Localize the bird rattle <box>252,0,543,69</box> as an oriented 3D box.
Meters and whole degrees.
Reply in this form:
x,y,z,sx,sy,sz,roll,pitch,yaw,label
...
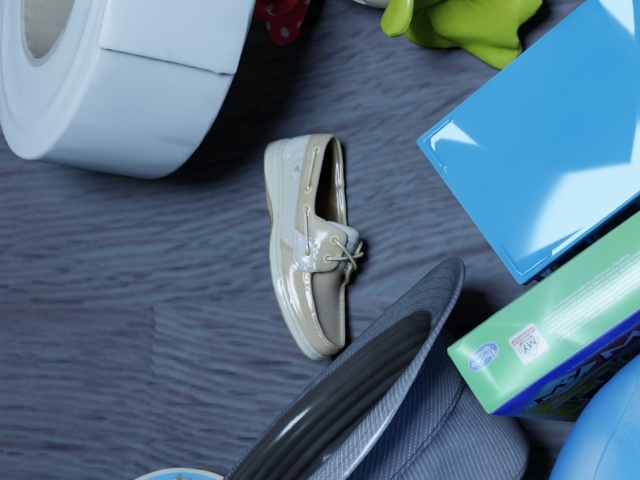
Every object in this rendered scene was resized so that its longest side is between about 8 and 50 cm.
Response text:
x,y,z,sx,sy,sz,roll,pitch,yaw,label
0.049,-0.224,0.931,0.253,0.143,0.207,21,79,39,bird rattle

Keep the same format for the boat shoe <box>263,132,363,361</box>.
x,y,z,sx,sy,sz,roll,pitch,yaw,label
0.000,0.000,0.922,0.059,0.063,0.170,-17,73,25,boat shoe

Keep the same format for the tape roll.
x,y,z,sx,sy,sz,roll,pitch,yaw,label
-0.146,-0.188,0.921,0.286,0.100,0.286,-24,61,56,tape roll

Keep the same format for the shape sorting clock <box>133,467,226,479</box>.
x,y,z,sx,sy,sz,roll,pitch,yaw,label
-0.101,0.270,0.938,0.206,0.040,0.206,-4,79,24,shape sorting clock

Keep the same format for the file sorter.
x,y,z,sx,sy,sz,roll,pitch,yaw,label
0.176,-0.064,0.829,0.170,0.104,0.118,-39,68,15,file sorter

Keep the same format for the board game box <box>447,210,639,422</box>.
x,y,z,sx,sy,sz,roll,pitch,yaw,label
0.241,-0.002,0.728,0.317,0.213,0.046,-37,69,16,board game box

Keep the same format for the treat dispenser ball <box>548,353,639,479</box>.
x,y,z,sx,sy,sz,roll,pitch,yaw,label
0.253,0.172,0.652,0.288,0.288,0.288,-4,80,24,treat dispenser ball

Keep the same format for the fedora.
x,y,z,sx,sy,sz,roll,pitch,yaw,label
0.037,0.153,0.820,0.124,0.244,0.275,43,98,-6,fedora
